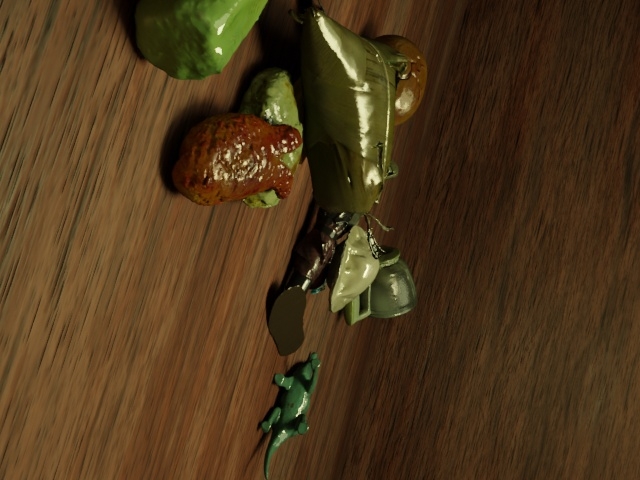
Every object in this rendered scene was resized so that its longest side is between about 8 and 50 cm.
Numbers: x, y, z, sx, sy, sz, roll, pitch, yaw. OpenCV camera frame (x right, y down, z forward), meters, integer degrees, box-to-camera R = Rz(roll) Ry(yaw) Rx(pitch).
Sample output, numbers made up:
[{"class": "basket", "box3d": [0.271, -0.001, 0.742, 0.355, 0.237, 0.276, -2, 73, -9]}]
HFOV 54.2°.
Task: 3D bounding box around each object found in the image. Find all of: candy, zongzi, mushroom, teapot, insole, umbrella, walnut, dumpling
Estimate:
[{"class": "candy", "box3d": [-0.105, -0.356, 0.782, 0.132, 0.142, 0.344, 92, 18, -64]}, {"class": "zongzi", "box3d": [0.031, -0.175, 1.162, 0.418, 0.181, 0.448, -14, 108, -71]}, {"class": "mushroom", "box3d": [-0.024, 0.092, 1.621, 0.088, 0.073, 0.129, -37, -179, 32]}, {"class": "teapot", "box3d": [0.193, 0.152, 2.310, 0.239, 0.321, 0.240, -142, -140, -64]}, {"class": "insole", "box3d": [-0.078, 0.208, 1.543, 0.111, 0.007, 0.328, -30, 150, -19]}, {"class": "umbrella", "box3d": [0.000, 0.000, 1.555, 0.326, 0.094, 0.090, -61, 145, -16]}, {"class": "walnut", "box3d": [0.184, -0.409, 1.652, 0.203, 0.202, 0.298, 72, 22, -63]}, {"class": "dumpling", "box3d": [0.074, 0.068, 1.629, 0.172, 0.142, 0.247, 58, 48, -59]}]

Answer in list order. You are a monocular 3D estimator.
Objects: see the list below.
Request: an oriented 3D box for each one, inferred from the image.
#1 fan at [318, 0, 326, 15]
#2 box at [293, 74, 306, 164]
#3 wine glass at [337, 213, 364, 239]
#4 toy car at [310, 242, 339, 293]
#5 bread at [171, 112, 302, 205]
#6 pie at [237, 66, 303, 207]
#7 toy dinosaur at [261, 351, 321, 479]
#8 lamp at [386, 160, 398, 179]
[{"class": "fan", "box3d": [0.004, -0.459, 1.237, 0.113, 0.005, 0.175, 60, 11, -16]}, {"class": "box", "box3d": [-0.011, -0.303, 1.347, 0.152, 0.043, 0.269, 87, 22, -44]}, {"class": "wine glass", "box3d": [0.066, -0.077, 1.735, 0.222, 0.103, 0.103, -47, 148, -62]}, {"class": "toy car", "box3d": [0.032, 0.076, 1.751, 0.126, 0.098, 0.162, 86, 22, -45]}, {"class": "bread", "box3d": [-0.111, -0.121, 0.955, 0.268, 0.095, 0.140, -5, 116, -49]}, {"class": "pie", "box3d": [-0.088, -0.174, 1.104, 0.201, 0.089, 0.248, -44, 142, -58]}, {"class": "toy dinosaur", "box3d": [-0.075, 0.475, 1.762, 0.331, 0.129, 0.384, 88, 21, -70]}, {"class": "lamp", "box3d": [0.159, -0.311, 1.901, 0.203, 0.124, 0.283, -33, 142, -39]}]
